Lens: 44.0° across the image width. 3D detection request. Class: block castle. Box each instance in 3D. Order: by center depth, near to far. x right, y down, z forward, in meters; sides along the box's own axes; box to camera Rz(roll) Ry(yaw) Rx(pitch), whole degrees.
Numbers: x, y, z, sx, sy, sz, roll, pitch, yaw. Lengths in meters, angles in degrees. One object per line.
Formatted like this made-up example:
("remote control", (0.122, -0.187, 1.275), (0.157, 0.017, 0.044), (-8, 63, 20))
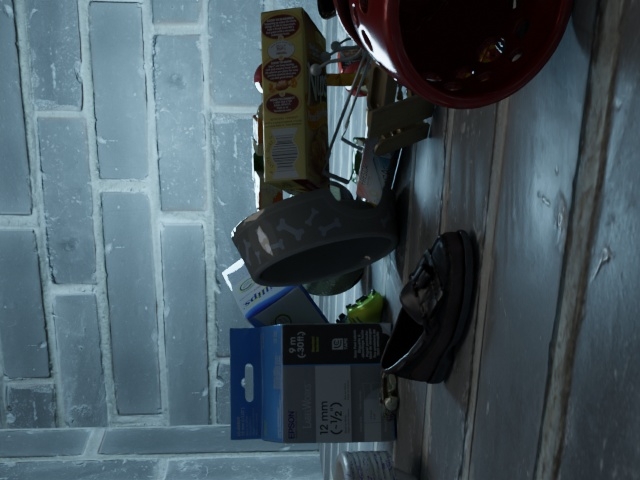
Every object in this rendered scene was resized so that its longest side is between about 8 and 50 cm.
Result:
("block castle", (-0.008, -0.188, 1.854), (0.213, 0.303, 0.452), (-127, 37, -72))

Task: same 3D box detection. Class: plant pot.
("plant pot", (0.114, -0.237, 0.754), (0.174, 0.191, 0.191), (-132, 39, -58))

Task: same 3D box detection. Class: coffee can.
("coffee can", (0.009, -0.009, 2.233), (0.275, 0.202, 0.201), (-95, 7, -47))

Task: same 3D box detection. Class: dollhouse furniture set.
("dollhouse furniture set", (0.092, -0.221, 1.328), (0.151, 0.123, 0.144), (53, 155, 33))

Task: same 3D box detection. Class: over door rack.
("over door rack", (0.046, -0.298, 1.509), (0.239, 0.108, 0.324), (-65, -15, -63))

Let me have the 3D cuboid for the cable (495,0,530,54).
("cable", (0.210, -0.342, 0.805), (0.139, 0.072, 0.287), (-13, 90, 66))

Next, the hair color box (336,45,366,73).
("hair color box", (0.084, -0.468, 2.099), (0.141, 0.072, 0.043), (-97, 7, -52))

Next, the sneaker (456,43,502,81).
("sneaker", (0.191, -0.248, 0.932), (0.067, 0.064, 0.175), (-47, -34, -67))

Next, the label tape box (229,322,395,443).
("label tape box", (-0.021, 0.303, 1.691), (0.115, 0.348, 0.249), (121, 149, -80))

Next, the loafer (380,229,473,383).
("loafer", (0.149, 0.108, 1.136), (0.302, 0.095, 0.109), (94, 173, -45))

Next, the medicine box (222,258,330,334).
("medicine box", (-0.083, 0.181, 1.925), (0.263, 0.149, 0.289), (55, 176, -27))

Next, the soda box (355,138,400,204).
("soda box", (0.119, -0.150, 1.615), (0.058, 0.063, 0.183), (-56, -14, -28))

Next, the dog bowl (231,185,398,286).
("dog bowl", (0.000, 0.000, 1.611), (0.348, 0.349, 0.102), (105, 151, -73))

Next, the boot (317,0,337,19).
("boot", (0.072, -0.510, 1.603), (0.208, 0.076, 0.189), (-56, -12, -24))

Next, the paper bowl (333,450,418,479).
("paper bowl", (0.105, 0.511, 1.376), (0.284, 0.148, 0.284), (180, 90, -86))

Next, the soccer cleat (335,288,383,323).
("soccer cleat", (0.110, 0.198, 1.870), (0.121, 0.094, 0.289), (58, 163, 11))

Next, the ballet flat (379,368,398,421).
("ballet flat", (0.141, 0.312, 1.619), (0.041, 0.041, 0.114), (112, 156, -78))

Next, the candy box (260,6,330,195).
("candy box", (-0.045, -0.253, 1.495), (0.183, 0.088, 0.316), (19, -110, -76))

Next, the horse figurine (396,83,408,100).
("horse figurine", (0.141, -0.341, 1.415), (0.174, 0.066, 0.263), (-97, 2, -48))
